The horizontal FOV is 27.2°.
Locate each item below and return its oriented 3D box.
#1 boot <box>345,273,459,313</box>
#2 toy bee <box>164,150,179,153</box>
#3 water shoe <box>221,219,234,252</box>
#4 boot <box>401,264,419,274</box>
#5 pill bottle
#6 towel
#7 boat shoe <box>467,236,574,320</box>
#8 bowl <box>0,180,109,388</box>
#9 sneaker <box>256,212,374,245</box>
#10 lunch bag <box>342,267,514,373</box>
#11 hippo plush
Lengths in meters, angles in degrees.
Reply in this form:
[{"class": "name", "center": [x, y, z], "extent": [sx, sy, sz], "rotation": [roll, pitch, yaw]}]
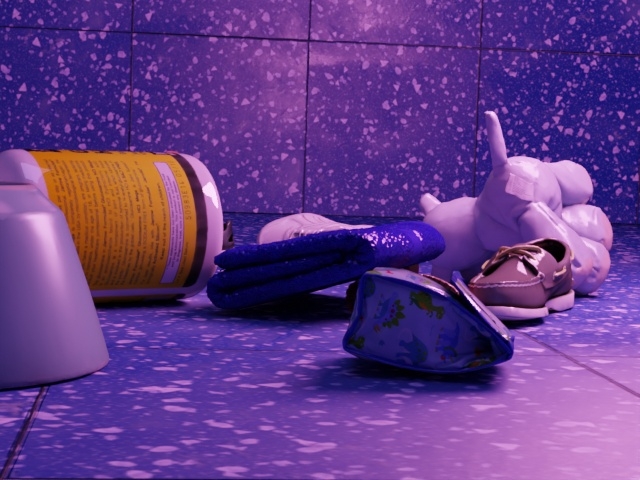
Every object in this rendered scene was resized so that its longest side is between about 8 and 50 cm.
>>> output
[{"class": "boot", "center": [0.117, 0.068, 1.572], "extent": [0.158, 0.059, 0.085], "rotation": [4, 0, 40]}, {"class": "toy bee", "center": [-0.286, -0.018, 1.856], "extent": [0.298, 0.195, 0.162], "rotation": [-9, -26, 24]}, {"class": "water shoe", "center": [-0.223, -0.002, 2.176], "extent": [0.073, 0.080, 0.203], "rotation": [5, 5, 36]}, {"class": "boot", "center": [0.093, 0.041, 2.092], "extent": [0.114, 0.037, 0.106], "rotation": [-1, 0, 21]}, {"class": "pill bottle", "center": [-0.301, -0.016, 1.589], "extent": [0.334, 0.187, 0.188], "rotation": [-1, 5, -36]}, {"class": "towel", "center": [0.011, 0.019, 1.654], "extent": [0.228, 0.076, 0.308], "rotation": [-17, -3, 20]}, {"class": "boat shoe", "center": [0.249, 0.048, 1.659], "extent": [0.109, 0.091, 0.305], "rotation": [4, 4, 25]}, {"class": "bowl", "center": [-0.341, 0.028, 1.167], "extent": [0.312, 0.163, 0.311], "rotation": [3, 4, 0]}, {"class": "sneaker", "center": [0.000, 0.000, 2.165], "extent": [0.232, 0.090, 0.115], "rotation": [2, 0, 15]}, {"class": "lunch bag", "center": [0.106, 0.078, 1.223], "extent": [0.151, 0.096, 0.129], "rotation": [17, 4, 7]}, {"class": "hippo plush", "center": [0.267, 0.001, 1.939], "extent": [0.237, 0.234, 0.294], "rotation": [-31, -32, 32]}]
